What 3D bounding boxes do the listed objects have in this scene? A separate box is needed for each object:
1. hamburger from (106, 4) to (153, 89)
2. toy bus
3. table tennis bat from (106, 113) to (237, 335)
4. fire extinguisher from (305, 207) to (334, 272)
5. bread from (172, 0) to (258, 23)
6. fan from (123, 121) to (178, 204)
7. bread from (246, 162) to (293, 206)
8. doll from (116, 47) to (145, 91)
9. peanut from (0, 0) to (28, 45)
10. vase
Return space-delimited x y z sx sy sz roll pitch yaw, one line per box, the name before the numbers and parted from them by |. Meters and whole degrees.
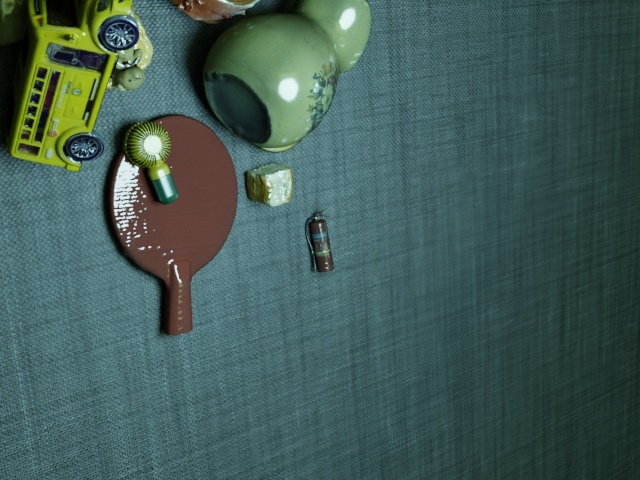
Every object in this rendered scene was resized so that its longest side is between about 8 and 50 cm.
hamburger | -0.361 -0.333 1.502 0.147 0.083 0.138 -42 129 -23
toy bus | -0.383 -0.269 1.353 0.151 0.145 0.331 7 133 -26
table tennis bat | -0.270 -0.027 1.666 0.268 0.051 0.415 -8 103 -37
fire extinguisher | 0.000 0.000 1.893 0.056 0.039 0.132 -10 100 3
bread | -0.190 -0.497 1.579 0.224 0.142 0.212 8 80 -39
fan | -0.292 -0.137 1.584 0.082 0.039 0.155 -31 114 -29
bread | -0.099 -0.110 1.764 0.076 0.083 0.070 -20 115 -35
doll | -0.324 -0.297 1.476 0.061 0.051 0.093 -20 91 -31
peanut | -0.457 -0.431 1.383 0.125 0.111 0.275 18 89 -45
vase | -0.059 -0.303 1.687 0.302 0.240 0.329 -48 156 -29
